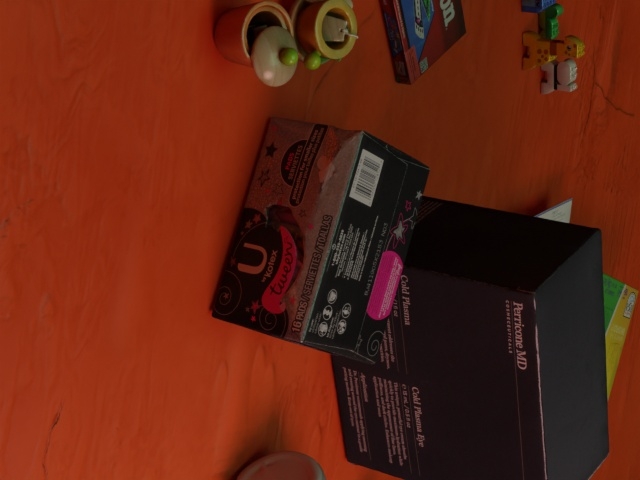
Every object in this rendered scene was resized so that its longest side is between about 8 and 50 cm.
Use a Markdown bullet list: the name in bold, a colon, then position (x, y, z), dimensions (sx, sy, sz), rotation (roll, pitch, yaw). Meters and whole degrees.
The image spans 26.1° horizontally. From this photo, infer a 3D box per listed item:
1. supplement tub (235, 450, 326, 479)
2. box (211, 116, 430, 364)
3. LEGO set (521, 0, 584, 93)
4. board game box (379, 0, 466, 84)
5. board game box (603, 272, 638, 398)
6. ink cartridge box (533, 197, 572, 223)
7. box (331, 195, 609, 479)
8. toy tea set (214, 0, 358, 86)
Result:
- **supplement tub**: position (-0.033, 0.363, 1.699), dimensions (0.117, 0.117, 0.190), rotation (-45, 134, -37)
- **box**: position (0.000, 0.000, 1.608), dimensions (0.163, 0.142, 0.247), rotation (23, 81, -53)
- **LEGO set**: position (0.354, -0.313, 2.031), dimensions (0.087, 0.093, 0.227), rotation (-30, 124, -46)
- **board game box**: position (0.119, -0.355, 1.754), dimensions (0.145, 0.027, 0.281), rotation (-46, 135, -37)
- **board game box**: position (0.407, 0.206, 2.231), dimensions (0.242, 0.064, 0.316), rotation (19, 87, -58)
- **ink cartridge box**: position (0.322, 0.050, 2.146), dimensions (0.206, 0.045, 0.208), rotation (-22, 120, -50)
- **box**: position (0.187, 0.143, 1.762), dimensions (0.179, 0.312, 0.343), rotation (-36, 129, -43)
- **toy tea set**: position (0.021, -0.306, 1.530), dimensions (0.200, 0.124, 0.336), rotation (35, 72, -42)
